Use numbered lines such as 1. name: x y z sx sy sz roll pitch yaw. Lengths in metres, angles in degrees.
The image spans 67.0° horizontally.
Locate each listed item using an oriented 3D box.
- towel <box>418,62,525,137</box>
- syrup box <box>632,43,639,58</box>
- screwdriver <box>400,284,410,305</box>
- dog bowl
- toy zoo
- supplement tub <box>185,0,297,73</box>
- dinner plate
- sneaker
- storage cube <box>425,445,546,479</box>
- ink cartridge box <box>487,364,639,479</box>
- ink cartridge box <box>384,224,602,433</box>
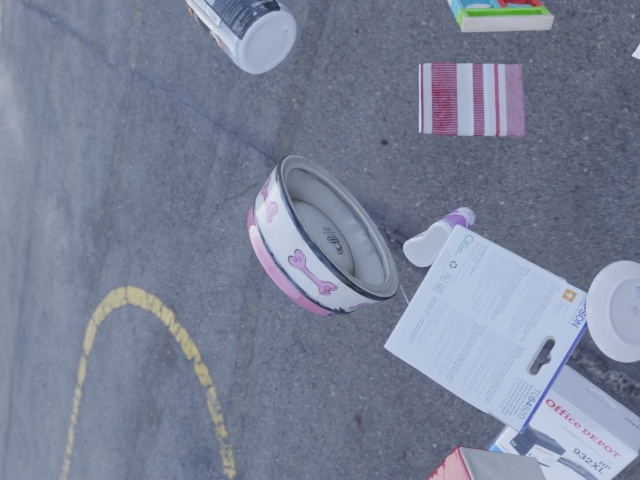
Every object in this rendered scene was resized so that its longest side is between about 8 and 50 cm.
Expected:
1. towel: 0.472 -0.440 1.517 0.037 0.330 0.236 99 172 -82
2. syrup box: 0.991 -0.496 1.302 0.237 0.096 0.093 44 127 36
3. screwdriver: 0.211 0.172 1.109 0.025 0.024 0.169 -28 53 3
4. dog bowl: 0.000 0.000 1.145 0.150 0.408 0.407 -38 67 23
5. toy zoo: 0.407 -0.563 1.143 0.293 0.193 0.030 -86 -5 -47
6. supplement tub: -0.135 -0.365 0.763 0.190 0.117 0.117 50 125 19
7. dinner plate: 0.428 0.098 0.667 0.017 0.141 0.141 165 98 -73
8. sneaker: 0.375 -0.012 1.490 0.102 0.161 0.282 54 154 4
9. storage cube: 0.299 0.511 0.862 0.183 0.215 0.193 -101 32 -56
10. ink cartridge box: 0.579 0.490 1.171 0.223 0.129 0.307 38 126 27
11. ink cartridge box: 0.245 0.124 0.712 0.224 0.045 0.223 31 92 17
